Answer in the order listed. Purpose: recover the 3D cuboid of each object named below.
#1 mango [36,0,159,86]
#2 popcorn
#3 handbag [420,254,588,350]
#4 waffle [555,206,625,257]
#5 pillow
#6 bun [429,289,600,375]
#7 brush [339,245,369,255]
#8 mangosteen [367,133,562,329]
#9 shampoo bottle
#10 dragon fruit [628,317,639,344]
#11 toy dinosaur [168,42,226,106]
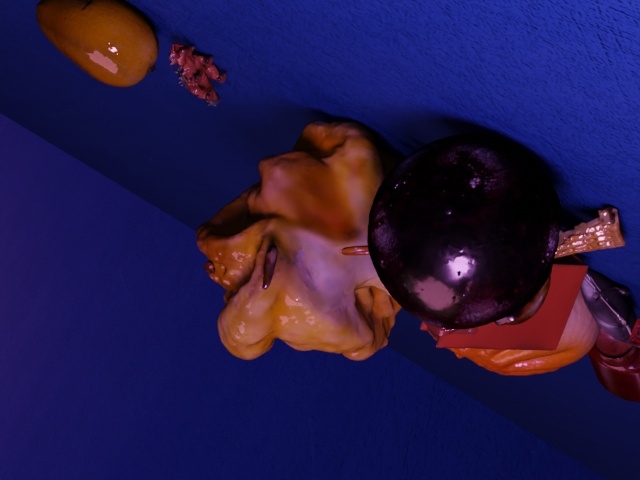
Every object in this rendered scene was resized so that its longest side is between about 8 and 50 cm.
[{"bbox_3d":[-0.286,-0.264,1.882,0.195,0.098,0.137,33,177,29],"label":"mango"},{"bbox_3d":[0.000,0.000,1.845,0.316,0.297,0.281,0,180,-20],"label":"popcorn"},{"bbox_3d":[0.225,0.070,1.834,0.190,0.127,0.063,3,-153,-29],"label":"handbag"},{"bbox_3d":[0.259,-0.001,1.645,0.152,0.023,0.097,-11,160,15],"label":"waffle"},{"bbox_3d":[0.378,0.089,1.938,0.091,0.055,0.136,27,170,26],"label":"pillow"},{"bbox_3d":[0.234,0.093,2.067,0.299,0.165,0.299,28,170,6],"label":"bun"},{"bbox_3d":[0.176,0.007,1.725,0.314,0.017,0.090,-2,173,-10],"label":"brush"},{"bbox_3d":[0.160,0.007,1.590,0.211,0.211,0.250,24,159,27],"label":"mangosteen"},{"bbox_3d":[0.447,0.179,2.208,0.102,0.064,0.260,26,171,22],"label":"shampoo bottle"},{"bbox_3d":[0.446,0.094,1.710,0.106,0.083,0.162,10,170,-30],"label":"dragon fruit"},{"bbox_3d":[-0.158,-0.211,1.916,0.055,0.049,0.154,22,164,24],"label":"toy dinosaur"}]
